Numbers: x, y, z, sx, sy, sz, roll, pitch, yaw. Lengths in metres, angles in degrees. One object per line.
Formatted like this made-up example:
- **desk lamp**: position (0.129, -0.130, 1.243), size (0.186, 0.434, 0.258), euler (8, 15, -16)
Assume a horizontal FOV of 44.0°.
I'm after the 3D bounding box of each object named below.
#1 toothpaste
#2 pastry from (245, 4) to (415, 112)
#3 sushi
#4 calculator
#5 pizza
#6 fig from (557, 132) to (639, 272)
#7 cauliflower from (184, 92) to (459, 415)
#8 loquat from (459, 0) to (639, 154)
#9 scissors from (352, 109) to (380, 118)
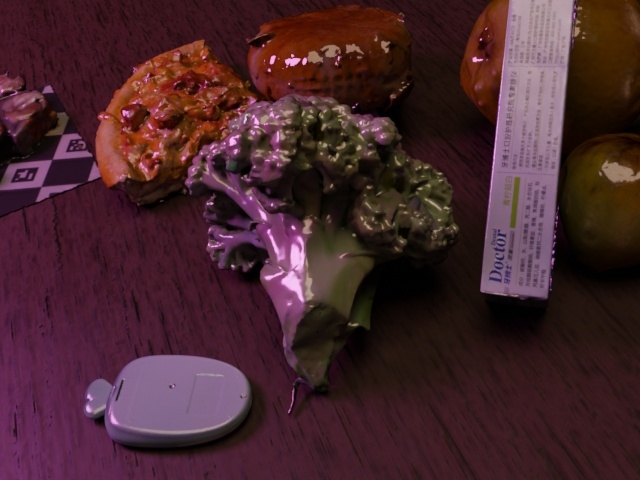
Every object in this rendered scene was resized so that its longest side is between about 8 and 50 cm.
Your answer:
- **toothpaste**: position (0.200, -0.108, 0.748), size (0.067, 0.081, 0.337), euler (5, 82, 17)
- **pastry**: position (0.023, -0.232, 1.002), size (0.218, 0.100, 0.229), euler (-30, 38, -34)
- **sushi**: position (-0.461, -0.121, 1.013), size (0.292, 0.059, 0.294), euler (-23, 45, -17)
- **calculator**: position (-0.137, 0.140, 0.701), size (0.152, 0.021, 0.095), euler (2, 41, 5)
- **pizza**: position (-0.164, -0.166, 1.007), size (0.226, 0.086, 0.336), euler (2, 40, 12)
- **fig**: position (0.300, -0.045, 0.778), size (0.153, 0.121, 0.136), euler (-28, 41, -22)
- **cauliflower**: position (0.000, 0.000, 0.737), size (0.256, 0.239, 0.316), euler (13, 57, -16)
- **loquat**: position (0.292, -0.199, 0.903), size (0.245, 0.213, 0.213), euler (5, 40, -11)
- **scissors**: position (0.044, -0.173, 1.027), size (0.101, 0.027, 0.204), euler (-16, 40, -8)
